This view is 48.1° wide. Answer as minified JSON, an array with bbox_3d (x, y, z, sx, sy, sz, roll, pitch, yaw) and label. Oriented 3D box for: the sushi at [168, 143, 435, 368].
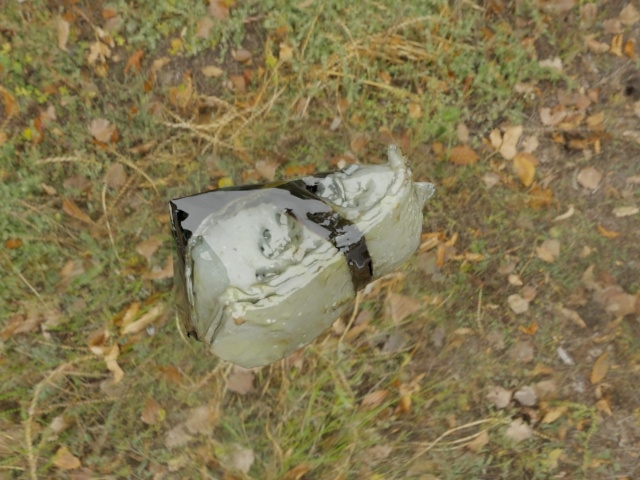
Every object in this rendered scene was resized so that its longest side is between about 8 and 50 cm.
[{"bbox_3d":[0.011,0.012,0.629,0.273,0.134,0.109,-17,33,-20],"label":"sushi"}]
